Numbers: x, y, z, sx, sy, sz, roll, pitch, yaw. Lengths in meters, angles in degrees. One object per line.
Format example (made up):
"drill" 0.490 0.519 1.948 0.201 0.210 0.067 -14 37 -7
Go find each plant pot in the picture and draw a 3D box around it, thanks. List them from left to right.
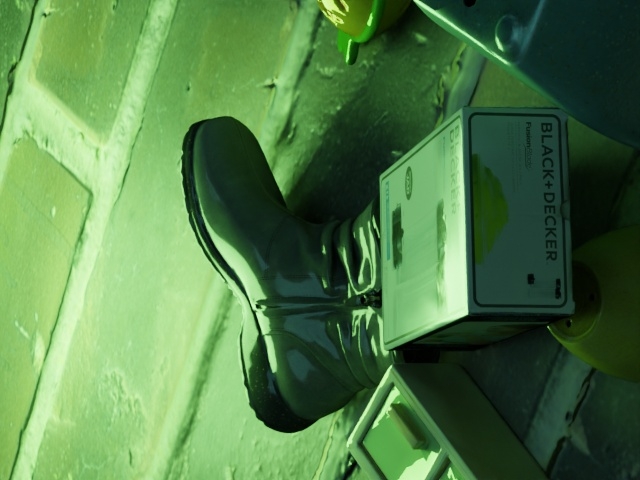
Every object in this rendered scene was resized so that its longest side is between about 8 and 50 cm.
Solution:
"plant pot" 0.219 -0.215 1.521 0.248 0.252 0.247 41 118 44
"plant pot" 0.236 0.050 1.606 0.134 0.095 0.134 -5 84 51

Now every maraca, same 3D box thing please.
"maraca" 0.038 -0.244 1.879 0.186 0.099 0.127 117 153 -64

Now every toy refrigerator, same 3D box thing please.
"toy refrigerator" 0.134 0.232 1.724 0.269 0.094 0.102 54 128 39

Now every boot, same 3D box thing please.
"boot" 0.000 0.000 1.913 0.222 0.118 0.338 -32 73 42

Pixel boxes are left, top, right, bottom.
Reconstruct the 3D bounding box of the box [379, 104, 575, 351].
"box" 0.124 -0.003 1.655 0.290 0.087 0.169 146 124 -76
